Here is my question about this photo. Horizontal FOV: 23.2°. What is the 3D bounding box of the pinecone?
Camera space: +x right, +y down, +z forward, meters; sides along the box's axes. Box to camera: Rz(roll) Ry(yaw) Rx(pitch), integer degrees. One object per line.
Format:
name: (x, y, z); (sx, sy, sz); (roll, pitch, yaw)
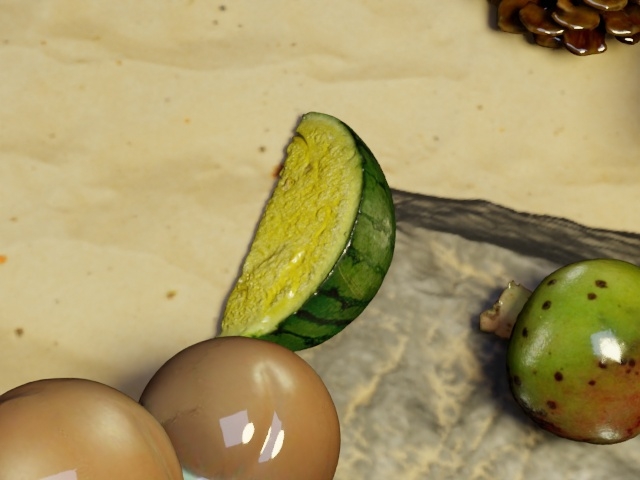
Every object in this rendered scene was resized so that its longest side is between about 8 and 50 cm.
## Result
pinecone: (0.191, -0.227, 1.084); (0.163, 0.165, 0.163); (4, 59, -6)

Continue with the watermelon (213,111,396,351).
watermelon: (0.008, 0.005, 1.059); (0.092, 0.075, 0.181); (1, 63, 40)

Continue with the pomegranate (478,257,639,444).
pomegranate: (0.176, 0.072, 1.020); (0.130, 0.130, 0.130); (2, 72, -6)

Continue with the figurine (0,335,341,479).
figurine: (-0.061, 0.266, 0.861); (0.248, 0.277, 0.388); (-42, 73, 27)
